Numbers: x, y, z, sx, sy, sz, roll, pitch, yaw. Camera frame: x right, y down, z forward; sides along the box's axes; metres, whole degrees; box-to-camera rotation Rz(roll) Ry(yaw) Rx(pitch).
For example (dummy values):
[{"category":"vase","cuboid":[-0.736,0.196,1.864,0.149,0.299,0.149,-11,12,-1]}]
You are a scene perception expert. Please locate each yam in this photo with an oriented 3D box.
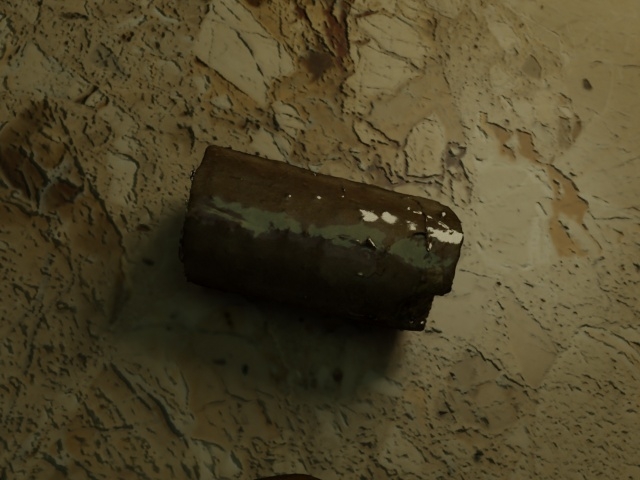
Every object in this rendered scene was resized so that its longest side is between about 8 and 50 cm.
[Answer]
[{"category":"yam","cuboid":[0.000,0.000,0.964,0.238,0.128,0.129,12,93,1]}]

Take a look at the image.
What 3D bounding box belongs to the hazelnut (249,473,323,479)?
[{"category":"hazelnut","cuboid":[-0.024,0.278,0.776,0.208,0.208,0.208,5,60,-9]}]
